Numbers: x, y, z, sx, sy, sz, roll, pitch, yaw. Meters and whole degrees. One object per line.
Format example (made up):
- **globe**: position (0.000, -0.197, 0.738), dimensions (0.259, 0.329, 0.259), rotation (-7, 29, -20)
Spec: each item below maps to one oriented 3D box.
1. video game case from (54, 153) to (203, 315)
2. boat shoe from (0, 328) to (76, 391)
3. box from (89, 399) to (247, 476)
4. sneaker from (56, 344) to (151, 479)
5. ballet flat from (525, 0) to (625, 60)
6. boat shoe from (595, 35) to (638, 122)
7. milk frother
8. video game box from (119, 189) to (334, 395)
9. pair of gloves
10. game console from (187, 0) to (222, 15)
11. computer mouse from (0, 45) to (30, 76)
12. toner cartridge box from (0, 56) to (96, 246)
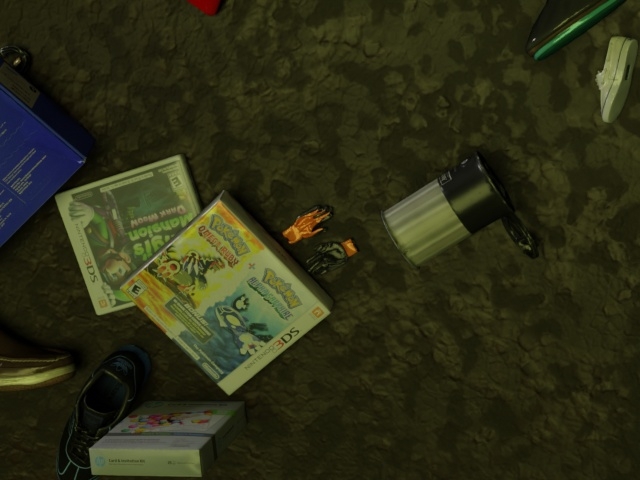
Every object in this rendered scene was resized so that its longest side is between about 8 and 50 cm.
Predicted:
- **video game case**: position (-0.237, -0.005, 1.553), dimensions (0.190, 0.022, 0.173), rotation (-16, 98, 17)
- **boat shoe**: position (-0.456, 0.151, 1.608), dimensions (0.258, 0.095, 0.095), rotation (-2, 96, 15)
- **box**: position (-0.189, 0.250, 1.511), dimensions (0.145, 0.186, 0.038), rotation (-2, 100, 15)
- **sneaker**: position (-0.306, 0.247, 1.591), dimensions (0.081, 0.090, 0.232), rotation (28, 107, 7)
- **ballet flat**: position (0.337, -0.305, 1.312), dimensions (0.280, 0.095, 0.096), rotation (-29, 84, 8)
- **boat shoe**: position (0.336, -0.187, 1.366), dimensions (0.035, 0.035, 0.100), rotation (24, 113, 37)
- **milk frother**: position (0.169, -0.011, 1.394), dimensions (0.135, 0.129, 0.143), rotation (-32, 87, 15)
- **video game box**: position (-0.118, 0.070, 1.510), dimensions (0.187, 0.048, 0.205), rotation (-41, 101, 16)
- **pair of gloves**: position (0.000, 0.000, 1.501), dimensions (0.074, 0.010, 0.083), rotation (-33, 95, 17)
- **game console**: position (-0.152, -0.372, 1.455), dimensions (0.144, 0.085, 0.124), rotation (36, 139, 5)
- **computer mouse**: position (-0.467, -0.163, 1.567), dimensions (0.071, 0.041, 0.242), rotation (42, 108, 3)
- **toner cartridge box**: position (-0.471, -0.060, 1.549), dimensions (0.348, 0.075, 0.165), rotation (-41, 108, 19)
